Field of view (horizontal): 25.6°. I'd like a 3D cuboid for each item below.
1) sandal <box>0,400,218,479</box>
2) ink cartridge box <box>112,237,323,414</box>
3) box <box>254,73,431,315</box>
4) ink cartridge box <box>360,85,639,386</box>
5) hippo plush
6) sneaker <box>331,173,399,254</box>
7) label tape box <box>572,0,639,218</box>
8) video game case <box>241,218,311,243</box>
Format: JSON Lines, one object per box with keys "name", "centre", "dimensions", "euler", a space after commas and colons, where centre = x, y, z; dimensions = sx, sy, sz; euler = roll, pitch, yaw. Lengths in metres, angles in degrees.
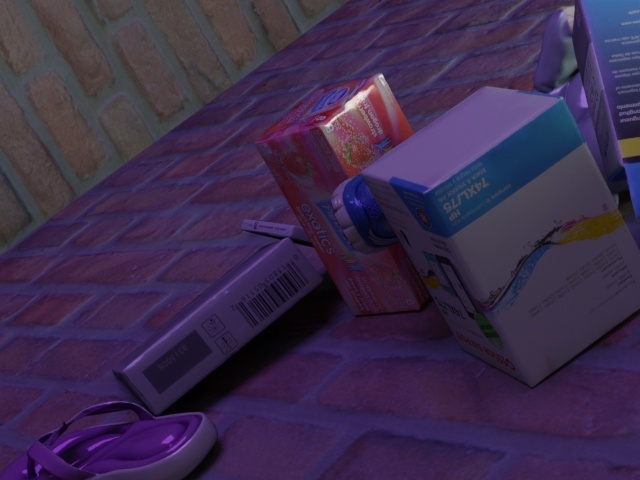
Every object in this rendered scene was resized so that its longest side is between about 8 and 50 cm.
{"name": "sandal", "centre": [-0.310, 0.277, 1.931], "dimensions": [0.416, 0.102, 0.169], "euler": [-17, 22, 35]}
{"name": "ink cartridge box", "centre": [-0.172, 0.134, 2.155], "dimensions": [0.308, 0.091, 0.385], "euler": [-40, 3, -12]}
{"name": "box", "centre": [0.063, -0.060, 1.951], "dimensions": [0.142, 0.300, 0.154], "euler": [-8, 27, 49]}
{"name": "ink cartridge box", "centre": [0.219, -0.010, 1.633], "dimensions": [0.197, 0.270, 0.198], "euler": [-35, 18, -11]}
{"name": "hippo plush", "centre": [0.382, -0.181, 1.903], "dimensions": [0.294, 0.234, 0.236], "euler": [-12, 28, -8]}
{"name": "sneaker", "centre": [0.163, -0.081, 1.829], "dimensions": [0.147, 0.129, 0.330], "euler": [-23, 7, 41]}
{"name": "label tape box", "centre": [0.464, -0.163, 1.726], "dimensions": [0.249, 0.115, 0.347], "euler": [-7, 61, 1]}
{"name": "video game case", "centre": [0.000, 0.000, 2.133], "dimensions": [0.173, 0.190, 0.022], "euler": [8, 85, 62]}
